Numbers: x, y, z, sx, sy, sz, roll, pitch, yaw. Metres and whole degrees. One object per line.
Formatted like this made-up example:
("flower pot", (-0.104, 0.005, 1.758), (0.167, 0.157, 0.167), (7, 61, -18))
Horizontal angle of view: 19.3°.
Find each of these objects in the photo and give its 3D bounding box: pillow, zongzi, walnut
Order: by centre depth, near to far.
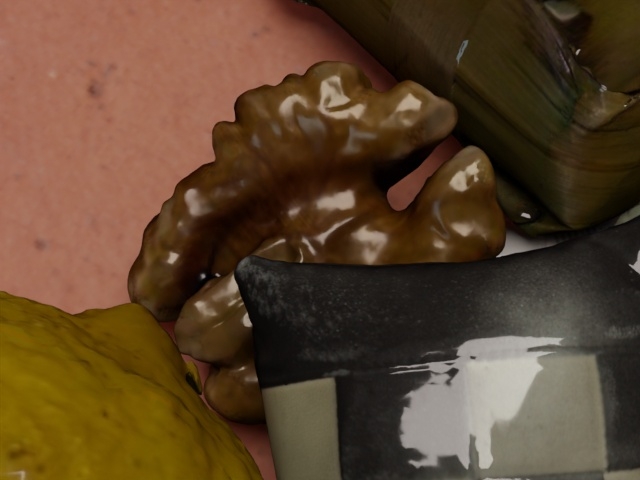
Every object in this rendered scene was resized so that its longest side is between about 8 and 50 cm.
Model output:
("pillow", (0.064, 0.118, 0.779), (0.186, 0.106, 0.249), (-4, 85, 1))
("walnut", (0.000, 0.000, 0.856), (0.170, 0.069, 0.143), (-37, 81, 6))
("zongzi", (0.145, -0.150, 0.936), (0.289, 0.123, 0.260), (-28, 58, -29))

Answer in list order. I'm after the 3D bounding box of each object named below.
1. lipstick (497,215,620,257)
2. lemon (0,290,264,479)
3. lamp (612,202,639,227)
("lipstick", (0.134, 0.008, 0.888), (0.141, 0.040, 0.040), (-5, 64, -5))
("lemon", (-0.147, 0.164, 0.688), (0.268, 0.268, 0.322), (32, 67, 13))
("lamp", (0.186, 0.070, 0.816), (0.106, 0.106, 0.193), (-18, 72, -10))
